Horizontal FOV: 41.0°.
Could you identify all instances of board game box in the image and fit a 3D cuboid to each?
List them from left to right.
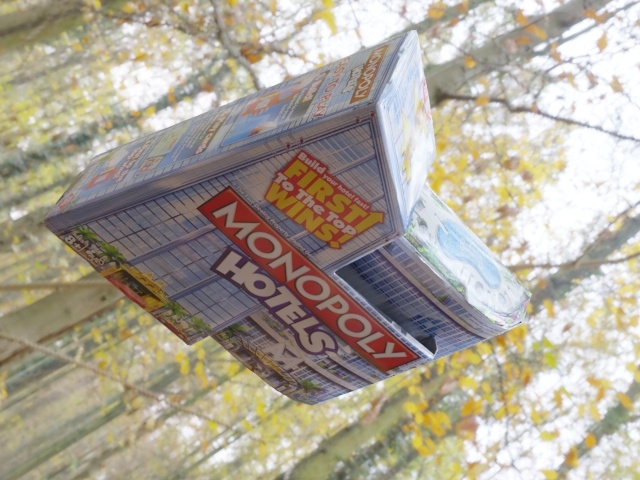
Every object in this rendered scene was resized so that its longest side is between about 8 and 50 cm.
[{"bbox_3d":[0.000,0.000,0.407,0.194,0.060,0.194,43,-46,-19],"label":"board game box"}]
